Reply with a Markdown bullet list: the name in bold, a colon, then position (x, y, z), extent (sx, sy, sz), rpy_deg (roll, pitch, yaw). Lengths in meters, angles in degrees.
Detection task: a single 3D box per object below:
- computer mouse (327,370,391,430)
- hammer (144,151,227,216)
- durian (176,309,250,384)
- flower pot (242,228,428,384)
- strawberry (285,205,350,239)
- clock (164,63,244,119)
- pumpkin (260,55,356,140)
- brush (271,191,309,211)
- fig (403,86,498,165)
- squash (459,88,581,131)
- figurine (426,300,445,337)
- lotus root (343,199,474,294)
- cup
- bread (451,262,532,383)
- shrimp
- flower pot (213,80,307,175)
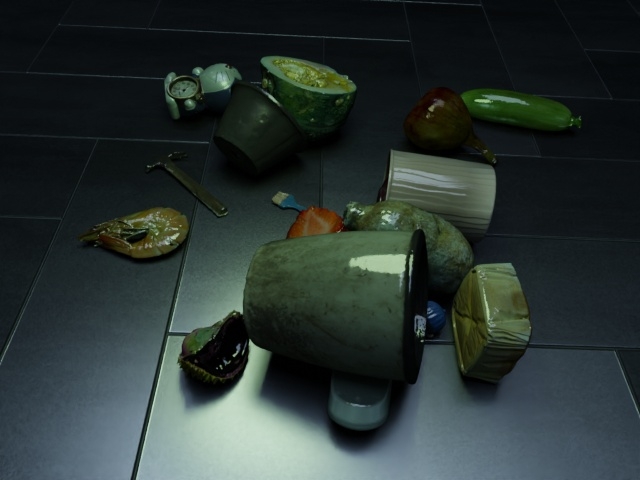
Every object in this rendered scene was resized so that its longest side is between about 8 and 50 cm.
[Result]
- **computer mouse**: position (0.081, 0.291, 1.133), extent (0.128, 0.079, 0.230), rpy_deg (9, 31, 9)
- **hammer**: position (-0.356, -0.154, 1.535), extent (0.125, 0.027, 0.297), rpy_deg (-36, 59, -25)
- **durian**: position (-0.228, 0.234, 1.167), extent (0.108, 0.119, 0.186), rpy_deg (-13, 22, 38)
- **flower pot**: position (0.038, 0.113, 1.106), extent (0.331, 0.293, 0.293), rpy_deg (4, 47, 17)
- **strawberry**: position (-0.015, 0.006, 1.372), extent (0.174, 0.098, 0.228), rpy_deg (-34, 32, -9)
- **clock**: position (-0.355, -0.467, 1.739), extent (0.244, 0.146, 0.199), rpy_deg (-12, 55, -8)
- **pumpkin**: position (-0.048, -0.411, 1.676), extent (0.264, 0.196, 0.293), rpy_deg (-8, 41, -28)
- **brush**: position (-0.056, -0.086, 1.500), extent (0.164, 0.014, 0.051), rpy_deg (27, 54, 19)
- **fig**: position (0.383, -0.318, 1.678), extent (0.290, 0.191, 0.190), rpy_deg (42, 46, -21)
- **squash**: position (0.627, -0.415, 1.776), extent (0.396, 0.107, 0.107), rpy_deg (13, 49, 8)
- **figurine**: position (0.208, 0.188, 1.231), extent (0.149, 0.087, 0.086), rpy_deg (-35, 96, -29)
- **lotus root**: position (0.207, 0.012, 1.259), extent (0.350, 0.175, 0.174), rpy_deg (27, 46, -18)
- **cup**: position (0.283, -0.108, 1.443), extent (0.274, 0.288, 0.208), rpy_deg (8, 85, 3)
- **bread**: position (0.357, 0.172, 1.175), extent (0.110, 0.192, 0.209), rpy_deg (8, 46, -6)
- **shrimp**: position (-0.461, -0.014, 1.384), extent (0.267, 0.061, 0.145), rpy_deg (-3, 58, -9)
- **flower pot**: position (-0.187, -0.291, 1.547), extent (0.269, 0.269, 0.166), rpy_deg (33, 73, 24)
